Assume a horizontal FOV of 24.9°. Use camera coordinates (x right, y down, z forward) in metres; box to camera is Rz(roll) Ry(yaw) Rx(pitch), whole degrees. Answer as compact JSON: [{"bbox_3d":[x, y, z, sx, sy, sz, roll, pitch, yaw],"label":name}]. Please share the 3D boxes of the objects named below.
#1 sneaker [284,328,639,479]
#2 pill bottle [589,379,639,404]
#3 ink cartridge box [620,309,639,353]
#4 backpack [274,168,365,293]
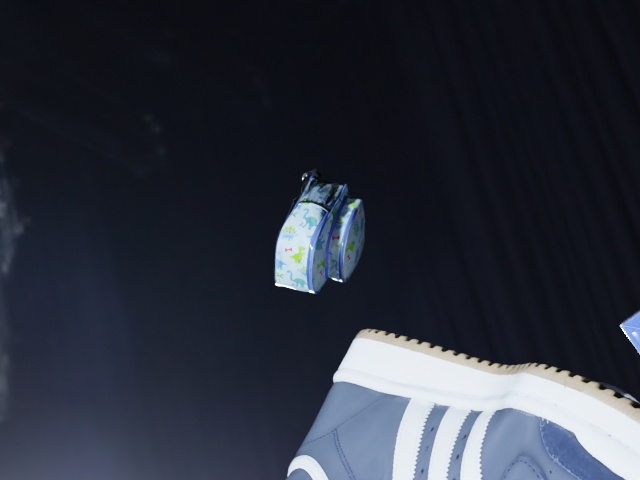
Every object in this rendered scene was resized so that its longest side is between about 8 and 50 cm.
[{"bbox_3d":[0.061,0.131,0.613,0.099,0.153,0.282,37,-12,-23],"label":"sneaker"},{"bbox_3d":[0.177,0.174,1.093,0.130,0.130,0.246,-26,-13,34],"label":"pill bottle"},{"bbox_3d":[0.291,0.044,1.067,0.097,0.046,0.207,-38,-13,19],"label":"ink cartridge box"},{"bbox_3d":[0.000,0.000,1.588,0.084,0.114,0.105,16,-45,18],"label":"backpack"}]
